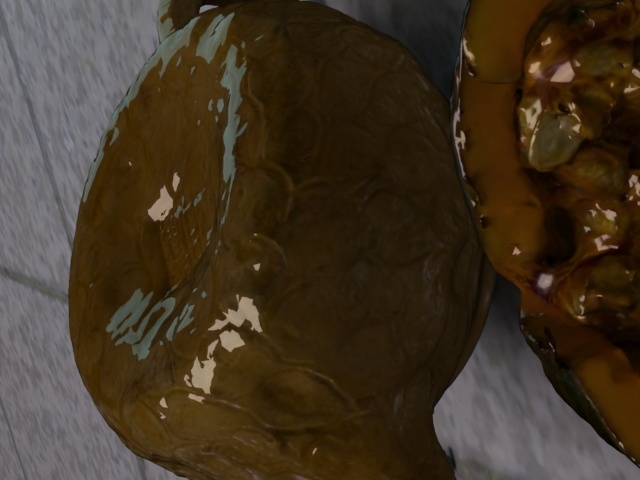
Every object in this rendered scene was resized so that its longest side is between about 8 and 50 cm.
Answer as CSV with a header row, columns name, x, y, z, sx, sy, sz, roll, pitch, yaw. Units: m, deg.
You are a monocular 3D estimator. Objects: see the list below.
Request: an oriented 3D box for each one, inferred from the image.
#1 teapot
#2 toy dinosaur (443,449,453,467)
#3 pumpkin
name,x,y,z,sx,sy,sz,roll,pitch,yaw
teapot,0.000,0.000,0.810,0.203,0.167,0.311,-50,39,36
toy dinosaur,0.031,0.109,0.984,0.108,0.032,0.220,-146,50,-62
pumpkin,0.107,-0.010,0.570,0.107,0.119,0.183,101,149,-86
